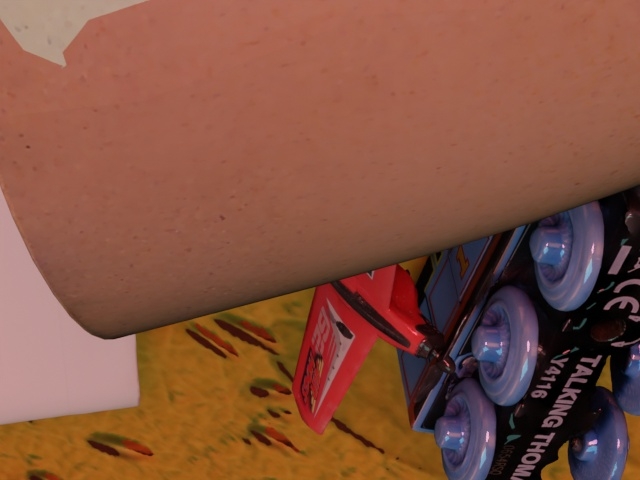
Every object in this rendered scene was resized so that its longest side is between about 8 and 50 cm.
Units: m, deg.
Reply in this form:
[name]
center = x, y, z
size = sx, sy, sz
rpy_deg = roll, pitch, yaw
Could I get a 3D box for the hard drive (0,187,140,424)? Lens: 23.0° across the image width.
[hard drive]
center = -0.227, -0.003, 0.584
size = 0.307, 0.040, 0.203
rpy_deg = -6, 125, -11

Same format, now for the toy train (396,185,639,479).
[toy train]
center = 0.086, 0.017, 0.576
size = 0.080, 0.105, 0.184
rpy_deg = 6, 133, -17

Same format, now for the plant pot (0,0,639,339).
[plant pot]
center = 0.066, -0.118, 0.396
size = 0.274, 0.256, 0.256
rpy_deg = -7, 129, 4

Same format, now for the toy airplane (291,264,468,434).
[toy airplane]
center = 0.000, 0.000, 0.589
size = 0.151, 0.028, 0.151
rpy_deg = 28, 129, 40
